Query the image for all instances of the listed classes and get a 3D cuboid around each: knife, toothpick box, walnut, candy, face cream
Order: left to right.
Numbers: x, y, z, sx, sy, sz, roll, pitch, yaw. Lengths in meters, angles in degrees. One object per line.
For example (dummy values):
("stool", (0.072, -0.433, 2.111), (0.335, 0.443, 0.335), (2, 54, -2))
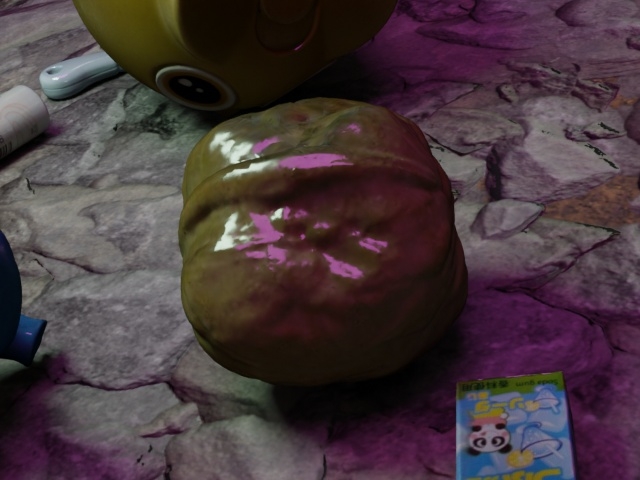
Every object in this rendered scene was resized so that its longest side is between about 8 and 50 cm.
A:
("face cream", (-0.509, -0.127, 1.675), (0.082, 0.082, 0.269), (15, 43, 37))
("knife", (-0.288, -0.294, 1.897), (0.331, 0.044, 0.080), (-20, 32, -16))
("toothpick box", (-0.138, -0.380, 1.642), (0.409, 0.408, 0.425), (-27, 33, -20))
("walnut", (0.000, -0.002, 1.133), (0.277, 0.282, 0.253), (-3, -7, 7))
("candy", (0.161, 0.192, 0.958), (0.097, 0.062, 0.194), (-6, 34, 10))

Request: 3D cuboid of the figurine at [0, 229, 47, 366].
("figurine", (-0.428, 0.126, 1.171), (0.416, 0.243, 0.298), (-22, 37, 26))
